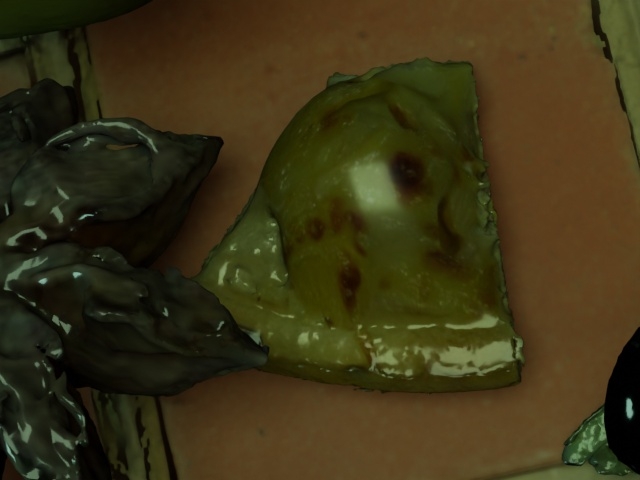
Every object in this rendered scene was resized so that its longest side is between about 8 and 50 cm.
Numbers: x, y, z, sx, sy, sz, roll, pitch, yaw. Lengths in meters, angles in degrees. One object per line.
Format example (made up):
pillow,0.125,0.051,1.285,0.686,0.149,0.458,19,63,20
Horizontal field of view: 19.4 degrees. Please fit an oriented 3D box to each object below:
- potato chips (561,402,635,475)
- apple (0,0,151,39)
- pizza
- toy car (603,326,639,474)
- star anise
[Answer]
potato chips,0.226,0.070,0.991,0.207,0.028,0.092,-43,74,1
apple,-0.207,-0.253,0.959,0.320,0.360,0.311,-25,79,8
pizza,0.005,-0.008,1.024,0.204,0.080,0.188,-4,80,12
toy car,0.254,0.150,0.891,0.213,0.176,0.358,24,105,45
star anise,-0.189,0.035,1.004,0.332,0.117,0.331,-10,49,12
